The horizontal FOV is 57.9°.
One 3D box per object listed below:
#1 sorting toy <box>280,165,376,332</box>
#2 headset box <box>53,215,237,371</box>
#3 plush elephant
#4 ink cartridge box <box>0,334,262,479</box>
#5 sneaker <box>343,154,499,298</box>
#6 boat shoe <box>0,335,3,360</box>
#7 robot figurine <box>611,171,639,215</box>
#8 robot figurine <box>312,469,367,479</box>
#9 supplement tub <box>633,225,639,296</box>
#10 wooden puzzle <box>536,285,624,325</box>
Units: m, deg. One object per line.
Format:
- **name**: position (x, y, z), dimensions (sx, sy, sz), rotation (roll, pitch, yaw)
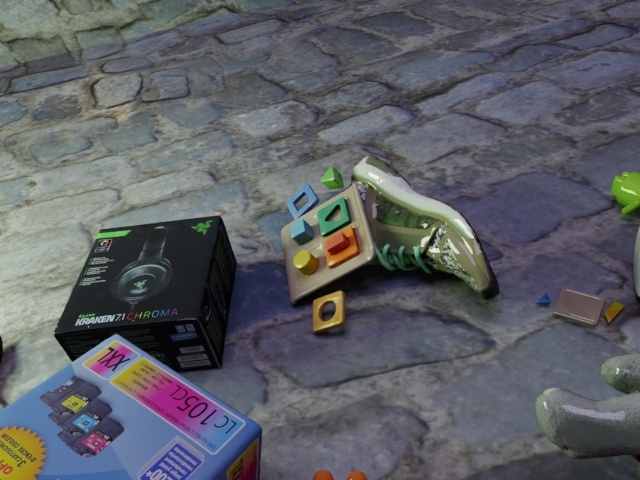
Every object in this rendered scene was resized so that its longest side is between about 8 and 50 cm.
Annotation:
- **sorting toy**: position (0.000, 0.000, 1.055), dimensions (0.196, 0.047, 0.348), rotation (-33, 45, 22)
- **headset box**: position (-0.294, 0.090, 1.045), dimensions (0.246, 0.131, 0.283), rotation (-6, 40, 6)
- **plush elephant**: position (0.440, 0.218, 0.650), dimensions (0.330, 0.255, 0.272), rotation (-33, 79, 24)
- **ink cartridge box**: position (-0.287, 0.312, 0.631), dimensions (0.270, 0.151, 0.395), rotation (22, 40, 26)
- **sneaker**: position (0.149, 0.008, 1.052), dimensions (0.182, 0.158, 0.410), rotation (-43, 43, -4)
- **boat shoe**: position (-0.608, 0.221, 1.034), dimensions (0.045, 0.050, 0.135), rotation (-7, 40, -2)
- **robot figurine**: position (0.600, -0.084, 1.069), dimensions (0.101, 0.067, 0.115), rotation (-24, 41, -26)
- **robot figurine**: position (0.023, 0.373, 0.644), dimensions (0.128, 0.158, 0.219), rotation (-42, 27, 32)
- **supplement tub**: position (0.597, 0.034, 0.876), dimensions (0.199, 0.144, 0.144), rotation (4, 43, 19)
- **wooden puzzle**: position (0.420, 0.107, 0.938), dimensions (0.116, 0.014, 0.078), rotation (22, 47, 33)
